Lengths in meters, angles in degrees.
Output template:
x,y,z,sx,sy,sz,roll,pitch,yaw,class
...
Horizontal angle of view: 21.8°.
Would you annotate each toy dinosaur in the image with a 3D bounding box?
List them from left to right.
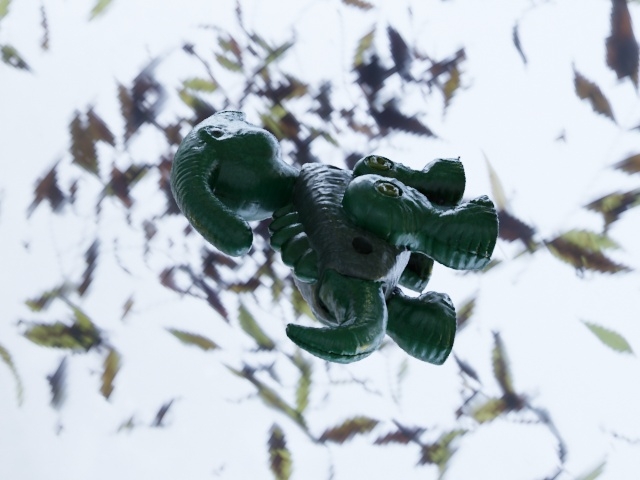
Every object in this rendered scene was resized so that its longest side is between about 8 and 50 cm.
x,y,z,sx,sy,sz,roll,pitch,yaw,class
0.000,0.000,0.527,0.096,0.059,0.132,11,-152,-14,toy dinosaur
